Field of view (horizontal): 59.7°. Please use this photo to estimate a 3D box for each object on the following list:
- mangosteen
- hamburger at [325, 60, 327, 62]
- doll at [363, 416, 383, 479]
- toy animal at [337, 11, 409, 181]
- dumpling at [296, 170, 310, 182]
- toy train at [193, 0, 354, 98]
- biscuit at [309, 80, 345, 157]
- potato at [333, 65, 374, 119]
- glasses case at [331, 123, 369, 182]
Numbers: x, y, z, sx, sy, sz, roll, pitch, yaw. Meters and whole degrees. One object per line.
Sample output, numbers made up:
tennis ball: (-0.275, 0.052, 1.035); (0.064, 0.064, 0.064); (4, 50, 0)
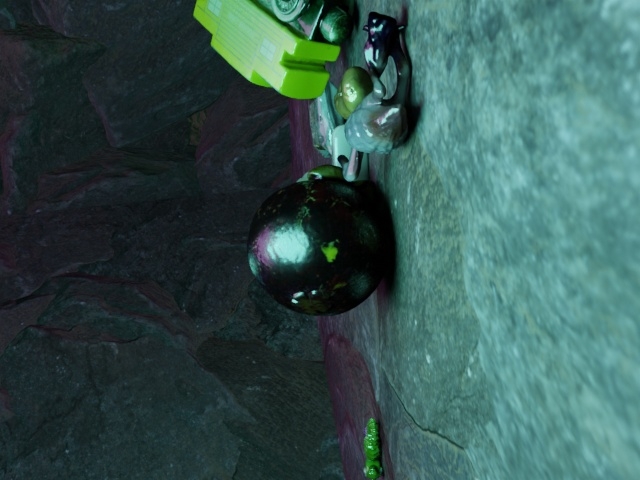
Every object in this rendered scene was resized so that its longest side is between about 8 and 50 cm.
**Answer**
mangosteen: (0.000, 0.000, 1.059); (0.288, 0.287, 0.288); (174, 90, -85)
hamburger: (-0.084, -0.508, 1.497); (0.135, 0.207, 0.155); (53, -155, -46)
doll: (0.132, 0.536, 1.420); (0.115, 0.050, 0.191); (-101, 8, -74)
toy animal: (0.083, -0.180, 0.864); (0.324, 0.090, 0.195); (104, 168, -49)
dumpling: (-0.047, -0.043, 1.795); (0.321, 0.211, 0.270); (67, -169, -70)
toy train: (-0.113, -0.491, 1.216); (0.442, 0.179, 0.273); (46, 127, 30)
biscuit: (0.017, -0.306, 1.480); (0.309, 0.079, 0.186); (-134, 36, -81)
potato: (0.066, -0.271, 1.035); (0.138, 0.070, 0.092); (-151, 60, -82)
glasses case: (0.064, -0.149, 1.182); (0.049, 0.074, 0.194); (-122, 26, -71)
